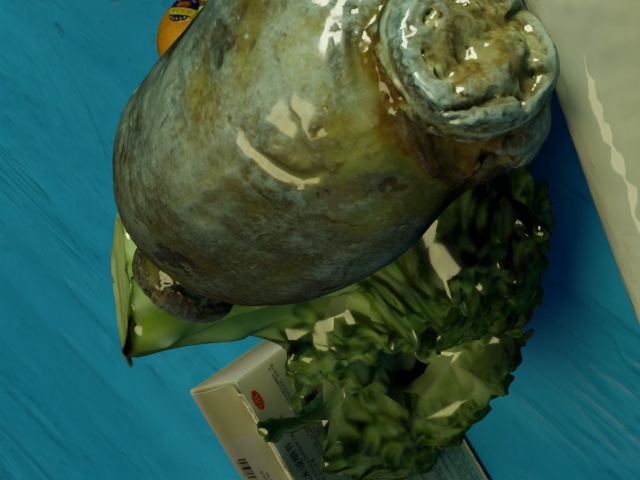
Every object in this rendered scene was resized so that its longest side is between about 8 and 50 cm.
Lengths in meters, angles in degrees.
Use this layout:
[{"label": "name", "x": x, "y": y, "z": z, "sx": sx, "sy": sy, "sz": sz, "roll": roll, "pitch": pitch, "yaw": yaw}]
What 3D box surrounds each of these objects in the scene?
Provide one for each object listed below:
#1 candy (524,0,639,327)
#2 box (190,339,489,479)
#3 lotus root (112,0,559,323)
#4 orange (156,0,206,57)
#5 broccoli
[{"label": "candy", "x": 0.194, "y": -0.135, "z": 0.711, "sx": 0.208, "sy": 0.145, "sz": 0.358, "roll": -14, "pitch": 110, "yaw": 21}, {"label": "box", "x": 0.018, "y": 0.172, "z": 1.300, "sx": 0.095, "sy": 0.168, "sz": 0.212, "roll": -21, "pitch": 101, "yaw": 57}, {"label": "lotus root", "x": -0.016, "y": -0.056, "z": 0.780, "sx": 0.175, "sy": 0.175, "sz": 0.349, "roll": 56, "pitch": 145, "yaw": 0}, {"label": "orange", "x": -0.092, "y": -0.160, "z": 1.226, "sx": 0.083, "sy": 0.083, "sz": 0.083, "roll": 35, "pitch": 143, "yaw": 31}, {"label": "broccoli", "x": 0.019, "y": -0.017, "z": 1.039, "sx": 0.338, "sy": 0.318, "sz": 0.277, "roll": -45, "pitch": 51, "yaw": 34}]
